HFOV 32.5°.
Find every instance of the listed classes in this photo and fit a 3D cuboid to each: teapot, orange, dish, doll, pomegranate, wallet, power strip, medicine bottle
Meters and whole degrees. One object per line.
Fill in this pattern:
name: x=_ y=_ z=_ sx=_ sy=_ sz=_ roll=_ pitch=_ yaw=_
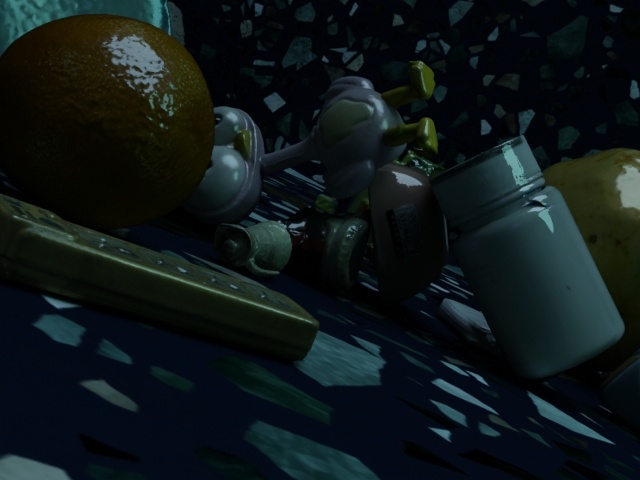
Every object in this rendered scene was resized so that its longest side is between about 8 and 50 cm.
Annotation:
teapot: x=-0.071 y=0.009 z=1.137 sx=0.083 sy=0.057 sz=0.067 roll=6 pitch=48 yaw=-58
orange: x=-0.192 y=-0.105 z=0.956 sx=0.206 sy=0.206 sz=0.206 roll=25 pitch=6 yaw=-3
dish: x=0.115 y=-0.021 z=1.368 sx=0.090 sy=0.213 sz=0.213 roll=-5 pitch=2 yaw=8
doll: x=-0.035 y=-0.108 z=1.300 sx=0.365 sy=0.160 sz=0.094 roll=-10 pitch=-27 yaw=20
pomegranate: x=0.418 y=0.031 z=1.593 sx=0.342 sy=0.342 sz=0.342 roll=25 pitch=6 yaw=-3
wallet: x=0.213 y=0.118 z=1.426 sx=0.095 sy=0.033 sz=0.190 roll=22 pitch=6 yaw=-9
power strip: x=-0.119 y=0.029 z=0.761 sx=0.305 sy=0.044 sz=0.064 roll=20 pitch=8 yaw=-37
medicine bottle: x=0.232 y=0.019 z=1.259 sx=0.258 sy=0.143 sz=0.143 roll=64 pitch=6 yaw=-1

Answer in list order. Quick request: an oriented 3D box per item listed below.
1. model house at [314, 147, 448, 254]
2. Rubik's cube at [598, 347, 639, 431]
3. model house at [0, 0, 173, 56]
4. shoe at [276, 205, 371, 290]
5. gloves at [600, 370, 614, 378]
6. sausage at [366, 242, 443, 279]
model house: x=0.098 y=-0.076 z=1.902 sx=0.211 sy=0.194 sz=0.170 roll=29 pitch=9 yaw=27
Rubik's cube: x=0.448 y=0.152 z=1.323 sx=0.254 sy=0.254 sz=0.254 roll=25 pitch=6 yaw=-3
model house: x=-0.352 y=-0.253 z=1.252 sx=0.248 sy=0.230 sz=0.280 roll=0 pitch=10 yaw=42
shoe: x=0.000 y=0.000 z=1.326 sx=0.112 sy=0.099 sz=0.227 roll=14 pitch=4 yaw=0
gloves: x=0.408 y=0.196 z=1.509 sx=0.044 sy=0.037 sz=0.081 roll=52 pitch=0 yaw=10
sausage: x=0.139 y=0.036 z=1.767 sx=0.062 sy=0.054 sz=0.183 roll=-12 pitch=-17 yaw=38
